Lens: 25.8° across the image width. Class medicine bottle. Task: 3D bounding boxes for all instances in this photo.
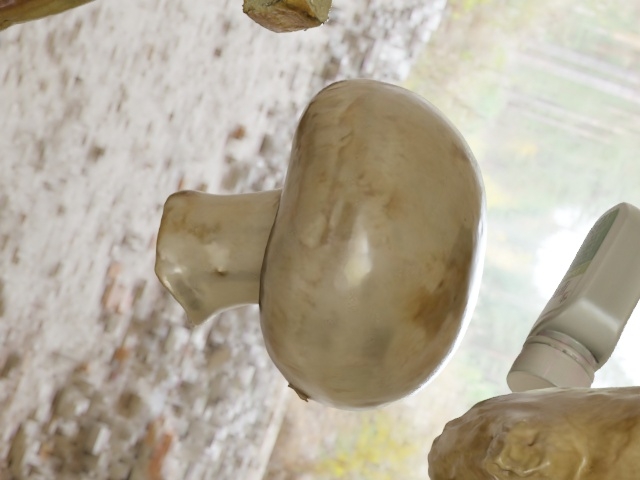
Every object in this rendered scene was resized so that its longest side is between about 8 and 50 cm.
[{"bbox_3d":[0.228,0.061,1.189,0.183,0.069,0.119,-56,179,-26],"label":"medicine bottle"}]

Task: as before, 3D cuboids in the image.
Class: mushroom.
[{"bbox_3d":[0.000,0.000,1.240,0.297,0.290,0.298,7,90,-81],"label":"mushroom"}]

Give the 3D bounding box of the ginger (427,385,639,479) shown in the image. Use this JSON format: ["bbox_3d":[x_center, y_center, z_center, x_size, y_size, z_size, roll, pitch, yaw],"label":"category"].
[{"bbox_3d":[0.168,0.071,0.416,0.131,0.294,0.086,-13,102,-60],"label":"ginger"}]

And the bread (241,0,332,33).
[{"bbox_3d":[-0.033,-0.263,1.471,0.070,0.083,0.077,24,72,-41],"label":"bread"}]

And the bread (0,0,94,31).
[{"bbox_3d":[-0.366,-0.400,1.677,0.167,0.324,0.277,-80,148,-73],"label":"bread"}]
